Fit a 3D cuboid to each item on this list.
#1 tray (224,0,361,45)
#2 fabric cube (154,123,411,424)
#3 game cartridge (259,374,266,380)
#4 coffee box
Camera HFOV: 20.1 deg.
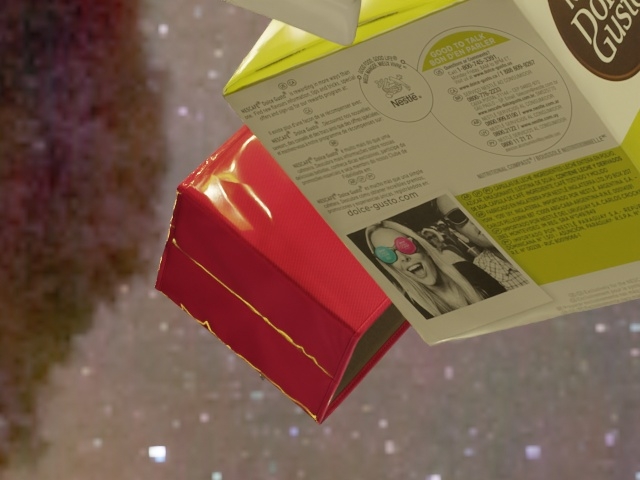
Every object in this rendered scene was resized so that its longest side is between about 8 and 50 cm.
[{"bbox_3d":[0.002,-0.283,1.259,0.030,0.145,0.270,3,-99,44],"label":"tray"},{"bbox_3d":[0.000,0.000,2.050,0.258,0.254,0.259,40,-27,10],"label":"fabric cube"},{"bbox_3d":[-0.037,0.142,2.267,0.017,0.083,0.056,50,-45,10],"label":"game cartridge"},{"bbox_3d":[0.189,-0.160,1.626,0.338,0.334,0.337,-16,-147,45],"label":"coffee box"}]
